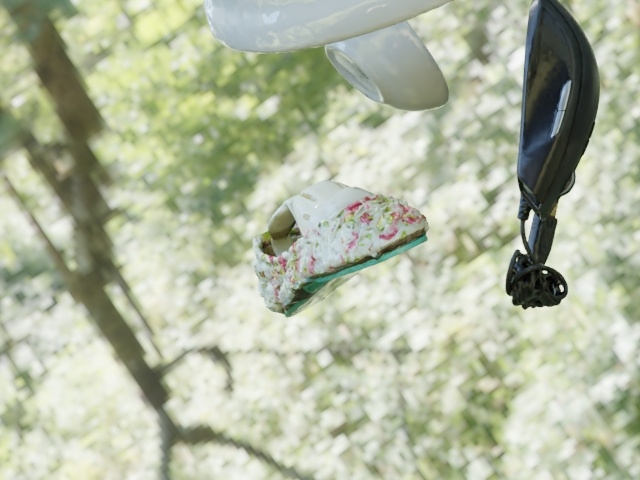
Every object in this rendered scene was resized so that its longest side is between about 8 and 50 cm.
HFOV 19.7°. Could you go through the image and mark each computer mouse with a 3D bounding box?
[{"bbox_3d":[0.199,-0.065,1.525,0.060,0.262,0.184,4,-10,13],"label":"computer mouse"}]

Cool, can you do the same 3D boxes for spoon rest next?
[{"bbox_3d":[0.015,-0.214,1.568,0.084,0.276,0.137,-48,20,-9],"label":"spoon rest"}]

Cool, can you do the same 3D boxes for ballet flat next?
[{"bbox_3d":[0.000,0.000,1.320,0.091,0.077,0.241,-25,-3,-25],"label":"ballet flat"}]

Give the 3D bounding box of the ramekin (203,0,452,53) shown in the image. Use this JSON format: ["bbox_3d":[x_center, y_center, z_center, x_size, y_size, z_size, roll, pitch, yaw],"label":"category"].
[{"bbox_3d":[0.029,-0.247,1.197,0.277,0.135,0.277,-20,25,10],"label":"ramekin"}]
